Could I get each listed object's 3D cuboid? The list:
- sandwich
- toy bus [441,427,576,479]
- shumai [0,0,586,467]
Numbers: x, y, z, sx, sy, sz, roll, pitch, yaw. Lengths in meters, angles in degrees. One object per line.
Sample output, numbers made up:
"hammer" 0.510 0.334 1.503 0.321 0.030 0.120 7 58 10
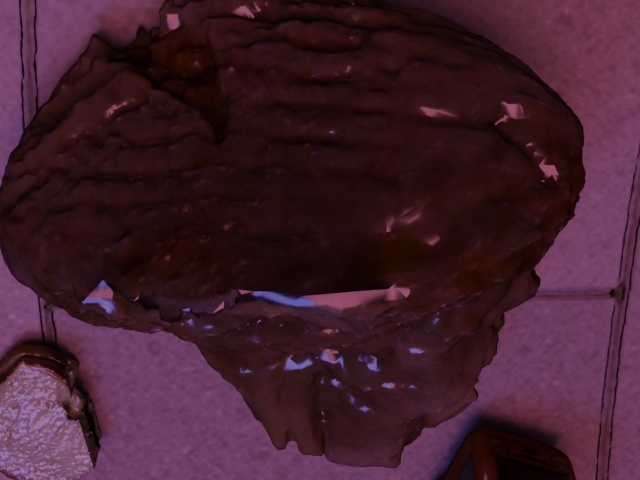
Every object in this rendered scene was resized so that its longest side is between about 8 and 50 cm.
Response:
"sandwich" -0.194 0.124 0.852 0.093 0.035 0.104 21 113 -13
"toy bus" 0.074 0.324 0.941 0.093 0.092 0.408 17 116 -14
"shumai" 0.001 0.001 0.761 0.346 0.217 0.283 -10 151 16
